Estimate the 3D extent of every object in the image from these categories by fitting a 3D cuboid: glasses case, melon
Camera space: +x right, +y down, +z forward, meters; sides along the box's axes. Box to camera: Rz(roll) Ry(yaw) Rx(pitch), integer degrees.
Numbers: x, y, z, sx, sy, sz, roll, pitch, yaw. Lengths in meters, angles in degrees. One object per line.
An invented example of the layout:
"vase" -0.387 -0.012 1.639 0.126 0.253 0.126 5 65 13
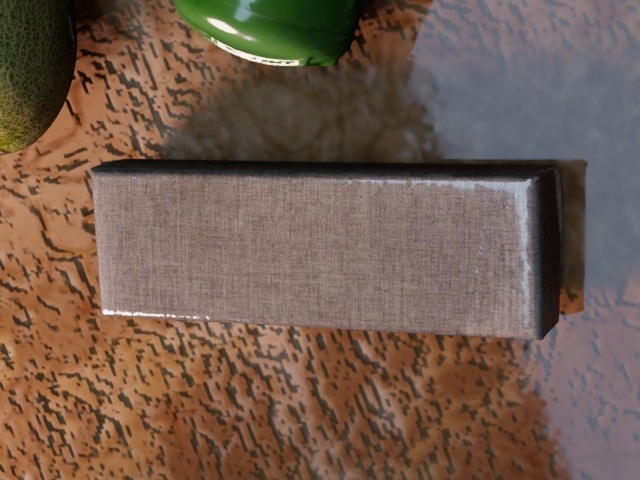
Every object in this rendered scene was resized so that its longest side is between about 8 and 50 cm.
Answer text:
"glasses case" 0.000 0.000 0.629 0.205 0.047 0.070 1 101 22
"melon" -0.161 -0.118 0.653 0.099 0.099 0.162 -10 87 23

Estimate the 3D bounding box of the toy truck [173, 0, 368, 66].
"toy truck" -0.012 -0.196 0.585 0.125 0.101 0.242 21 106 14
